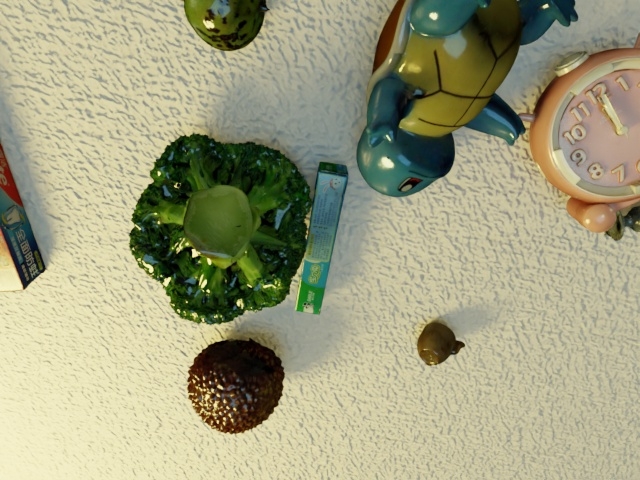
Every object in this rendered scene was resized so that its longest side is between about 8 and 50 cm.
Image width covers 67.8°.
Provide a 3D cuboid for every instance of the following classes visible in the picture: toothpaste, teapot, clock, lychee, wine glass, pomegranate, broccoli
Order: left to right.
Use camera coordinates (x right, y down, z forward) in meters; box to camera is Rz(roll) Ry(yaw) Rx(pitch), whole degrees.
[{"bbox_3d":[-0.549,-0.071,0.785,0.066,0.076,0.321,-3,116,1],"label":"toothpaste"},{"bbox_3d":[-0.145,-0.330,0.651,0.161,0.122,0.122,28,114,13],"label":"pomegranate"},{"bbox_3d":[-0.139,-0.029,0.703,0.297,0.297,0.298,2,82,-14],"label":"broccoli"},{"bbox_3d":[-0.160,0.276,0.898,0.188,0.188,0.188,0,115,0],"label":"lychee"},{"bbox_3d":[0.000,0.000,0.827,0.050,0.065,0.267,8,115,-5],"label":"toothpaste"},{"bbox_3d":[0.228,0.218,0.926,0.085,0.080,0.110,23,131,21],"label":"teapot"},{"bbox_3d":[0.431,-0.173,0.720,0.227,0.142,0.241,-35,101,18],"label":"clock"},{"bbox_3d":[0.571,-0.041,0.809,0.155,0.072,0.072,-8,115,5],"label":"wine glass"}]

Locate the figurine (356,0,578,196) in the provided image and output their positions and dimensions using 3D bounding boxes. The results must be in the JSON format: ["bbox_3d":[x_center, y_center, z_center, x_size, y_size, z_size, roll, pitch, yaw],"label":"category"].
[{"bbox_3d":[0.159,-0.241,0.625,0.297,0.243,0.417,-16,122,-39],"label":"figurine"}]
